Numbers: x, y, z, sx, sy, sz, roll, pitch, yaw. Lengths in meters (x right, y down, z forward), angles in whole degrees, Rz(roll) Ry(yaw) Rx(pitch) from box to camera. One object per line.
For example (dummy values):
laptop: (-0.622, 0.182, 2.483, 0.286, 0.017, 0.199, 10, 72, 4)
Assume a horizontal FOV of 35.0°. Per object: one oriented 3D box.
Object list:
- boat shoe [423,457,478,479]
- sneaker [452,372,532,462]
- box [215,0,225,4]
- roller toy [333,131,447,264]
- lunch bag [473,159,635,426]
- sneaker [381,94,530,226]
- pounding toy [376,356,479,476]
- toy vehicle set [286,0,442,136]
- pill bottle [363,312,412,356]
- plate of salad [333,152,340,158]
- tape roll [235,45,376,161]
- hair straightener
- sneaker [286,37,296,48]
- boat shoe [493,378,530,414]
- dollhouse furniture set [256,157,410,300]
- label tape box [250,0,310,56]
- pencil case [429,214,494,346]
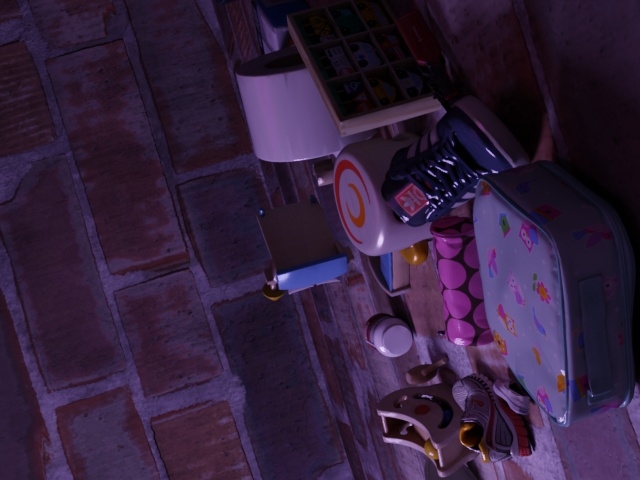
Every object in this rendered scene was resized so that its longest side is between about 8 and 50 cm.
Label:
boat shoe: (0.281, 0.552, 1.956, 0.303, 0.114, 0.091, -115, 18, -44)
sneaker: (0.262, 0.290, 1.674, 0.225, 0.092, 0.088, -130, 25, -69)
box: (-0.116, -0.633, 1.918, 0.395, 0.211, 0.294, -152, 46, -76)
roller toy: (0.121, -0.078, 1.693, 0.191, 0.146, 0.209, 99, 150, -48)
lunch bag: (0.274, 0.064, 1.169, 0.224, 0.107, 0.279, -129, 23, -59)
sneaker: (0.162, -0.087, 1.348, 0.131, 0.148, 0.350, 50, 174, 1)
pounding toy: (0.191, 0.318, 1.947, 0.269, 0.154, 0.155, -128, 23, -65)
toy vehicle set: (0.065, -0.284, 1.599, 0.035, 0.165, 0.267, 84, 165, -52)
pill bottle: (0.150, 0.207, 2.205, 0.152, 0.086, 0.086, -166, 60, -79)
plate of salad: (0.034, -0.260, 2.178, 0.200, 0.048, 0.200, 167, 90, -83)
tape roll: (-0.025, -0.267, 1.923, 0.246, 0.246, 0.169, -129, 25, -67)
hair straightener: (0.179, -0.231, 1.459, 0.230, 0.047, 0.089, 61, -177, 33)
sneaker: (-0.051, -0.321, 2.197, 0.290, 0.105, 0.123, 109, 160, -52)
boat shoe: (0.298, 0.231, 1.567, 0.100, 0.035, 0.035, -122, 45, -71)
dollhouse furniture set: (0.000, 0.000, 2.055, 0.198, 0.303, 0.286, 85, 165, -47)
label tape box: (-0.062, -0.391, 2.347, 0.241, 0.105, 0.334, -119, 15, -54)
pencil case: (0.218, 0.059, 1.563, 0.098, 0.095, 0.209, -80, -17, -61)
